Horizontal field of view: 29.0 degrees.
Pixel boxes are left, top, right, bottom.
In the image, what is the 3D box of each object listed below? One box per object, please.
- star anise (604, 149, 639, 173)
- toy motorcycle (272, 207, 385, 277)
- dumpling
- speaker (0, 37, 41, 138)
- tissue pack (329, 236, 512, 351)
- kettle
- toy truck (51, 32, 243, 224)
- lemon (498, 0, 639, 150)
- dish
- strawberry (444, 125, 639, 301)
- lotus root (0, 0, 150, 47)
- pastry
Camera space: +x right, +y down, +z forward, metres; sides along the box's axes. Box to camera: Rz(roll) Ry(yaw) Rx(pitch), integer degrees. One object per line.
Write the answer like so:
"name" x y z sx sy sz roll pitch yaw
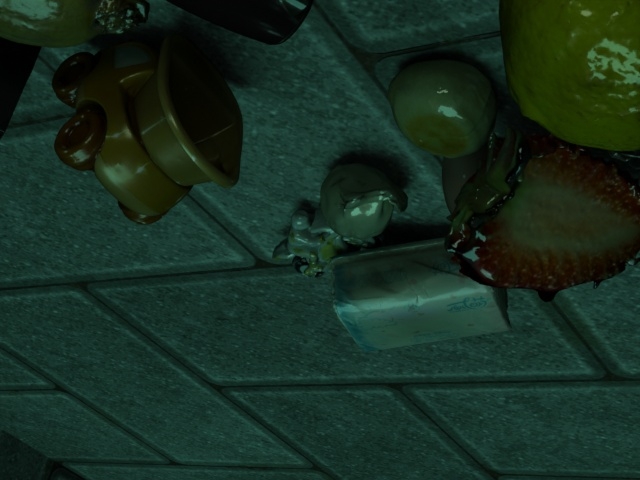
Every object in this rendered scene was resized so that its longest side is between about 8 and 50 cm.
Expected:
"star anise" 0.450 -0.133 1.616 0.209 0.089 0.231 19 156 27
"toy motorcycle" 0.000 0.000 2.107 0.151 0.074 0.229 31 147 -26
"dumpling" 0.069 -0.060 1.932 0.136 0.118 0.199 3 -179 -7
"speaker" -0.446 -0.246 1.730 0.082 0.218 0.044 24 150 -19
"tissue pack" 0.170 0.091 2.079 0.271 0.124 0.201 -10 152 15
"kettle" -0.130 -0.329 1.518 0.232 0.144 0.202 29 169 -29
"toy truck" -0.243 -0.161 1.755 0.212 0.288 0.204 -26 135 17
"lemon" 0.321 -0.231 1.337 0.268 0.268 0.322 15 152 1
"dish" 0.274 -0.062 1.838 0.213 0.090 0.213 12 151 7
"strawberry" 0.310 -0.032 1.715 0.306 0.233 0.138 20 -165 -34
"lotus root" -0.393 -0.336 1.611 0.343 0.151 0.169 22 152 -5
"pastry" 0.165 -0.178 1.685 0.156 0.092 0.156 18 149 11
